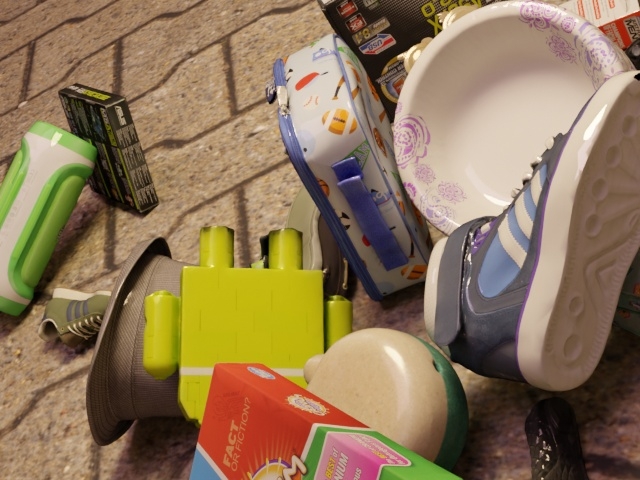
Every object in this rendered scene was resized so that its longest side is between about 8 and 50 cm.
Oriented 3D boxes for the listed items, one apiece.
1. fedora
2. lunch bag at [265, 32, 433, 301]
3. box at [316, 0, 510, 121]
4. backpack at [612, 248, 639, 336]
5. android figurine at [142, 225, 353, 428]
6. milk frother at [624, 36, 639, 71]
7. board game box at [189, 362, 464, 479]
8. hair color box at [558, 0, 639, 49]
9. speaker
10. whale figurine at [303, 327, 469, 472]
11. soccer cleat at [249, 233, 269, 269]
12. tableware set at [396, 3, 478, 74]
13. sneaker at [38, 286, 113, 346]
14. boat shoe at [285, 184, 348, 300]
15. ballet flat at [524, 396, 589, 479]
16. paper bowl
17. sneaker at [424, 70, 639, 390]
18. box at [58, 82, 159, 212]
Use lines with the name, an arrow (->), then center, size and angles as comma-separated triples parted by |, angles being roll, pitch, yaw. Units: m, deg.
fedora -> -0.187, 0.130, 1.405 | 0.124, 0.244, 0.275 | 8, 44, 7
lunch bag -> 0.038, -0.086, 1.353 | 0.115, 0.303, 0.243 | -23, 37, 11
box -> 0.159, -0.329, 1.608 | 0.270, 0.216, 0.060 | -31, 33, 6
backpack -> 0.347, 0.034, 1.123 | 0.182, 0.115, 0.152 | 12, 59, 53
android figurine -> -0.081, 0.120, 1.304 | 0.248, 0.056, 0.273 | 0, 78, -12
milk frother -> 0.420, -0.172, 1.327 | 0.129, 0.143, 0.135 | 38, 32, 21
board game box -> -0.019, 0.280, 1.073 | 0.316, 0.064, 0.242 | 21, 101, 50
hair color box -> 0.358, -0.287, 1.536 | 0.167, 0.053, 0.093 | -20, 37, 23
speaker -> -0.467, -0.035, 1.793 | 0.131, 0.131, 0.296 | 19, 82, 49
whale figurine -> 0.042, 0.214, 1.177 | 0.272, 0.141, 0.216 | -46, 47, 26
soccer cleat -> -0.069, 0.067, 1.462 | 0.060, 0.072, 0.179 | -20, 38, 21
tableware set -> 0.195, -0.240, 1.563 | 0.141, 0.020, 0.169 | -32, 78, -1
sneaker -> -0.341, 0.120, 1.641 | 0.192, 0.064, 0.086 | 2, 57, 41
boat shoe -> 0.000, 0.000, 1.490 | 0.081, 0.068, 0.228 | -45, 27, 33
ballet flat -> 0.224, 0.227, 1.073 | 0.173, 0.057, 0.049 | -80, 13, -46
paper bowl -> 0.238, -0.122, 1.301 | 0.284, 0.148, 0.284 | -3, 84, 30
sneaker -> 0.202, -0.021, 1.130 | 0.236, 0.130, 0.323 | 17, 89, 56
box -> -0.350, -0.155, 1.848 | 0.045, 0.191, 0.184 | -30, 29, -30
